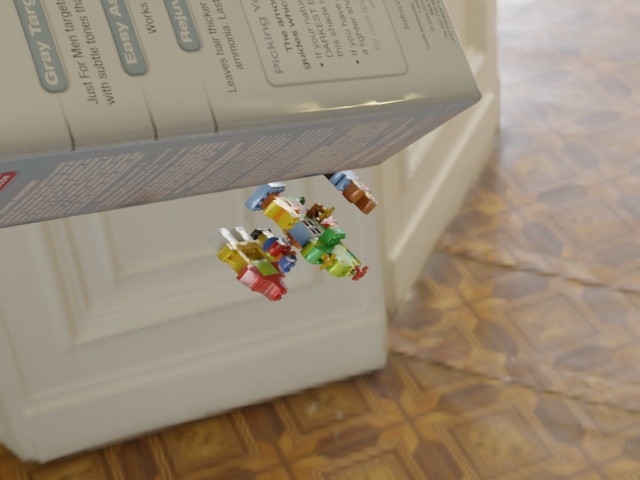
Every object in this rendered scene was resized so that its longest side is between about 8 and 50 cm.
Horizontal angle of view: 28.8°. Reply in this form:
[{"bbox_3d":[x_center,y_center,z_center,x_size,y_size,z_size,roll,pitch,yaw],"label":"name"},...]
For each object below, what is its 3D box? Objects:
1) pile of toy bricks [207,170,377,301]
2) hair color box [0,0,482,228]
[{"bbox_3d":[0.000,0.000,1.195,0.105,0.118,0.212,48,21,15],"label":"pile of toy bricks"},{"bbox_3d":[-0.096,-0.125,0.704,0.374,0.185,0.113,-12,-13,-42],"label":"hair color box"}]
